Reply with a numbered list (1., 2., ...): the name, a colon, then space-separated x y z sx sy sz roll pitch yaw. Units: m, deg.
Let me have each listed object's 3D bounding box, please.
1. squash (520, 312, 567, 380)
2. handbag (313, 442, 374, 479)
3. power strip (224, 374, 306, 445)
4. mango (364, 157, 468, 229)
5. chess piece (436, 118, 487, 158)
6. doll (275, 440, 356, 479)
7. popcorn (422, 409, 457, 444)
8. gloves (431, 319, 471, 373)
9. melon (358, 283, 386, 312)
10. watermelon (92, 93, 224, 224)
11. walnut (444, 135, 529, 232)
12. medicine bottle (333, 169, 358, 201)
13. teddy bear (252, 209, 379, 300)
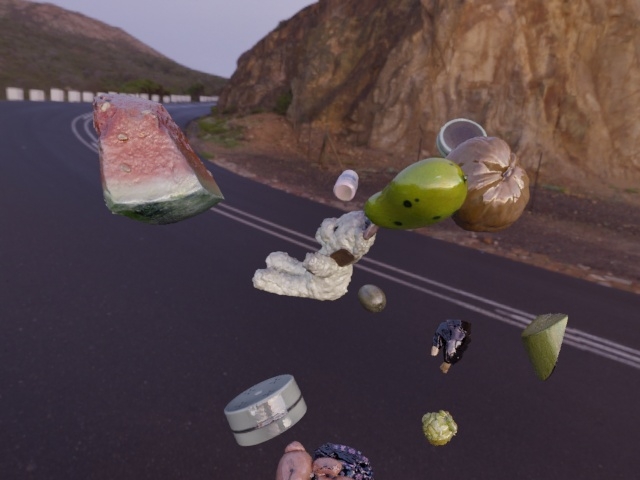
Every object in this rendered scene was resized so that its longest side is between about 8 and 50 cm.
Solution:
1. squash: 0.820 0.382 1.663 0.204 0.155 0.237 -35 -12 -2
2. handbag: 0.083 0.801 1.561 0.229 0.207 0.127 5 15 30
3. power strip: -0.236 0.735 2.014 0.358 0.161 0.357 -24 0 0
4. mango: 0.234 -0.103 1.143 0.175 0.142 0.293 26 -31 -28
5. chess piece: 0.495 -0.291 1.688 0.176 0.175 0.298 7 -26 7
6. doll: -0.010 0.741 1.357 0.304 0.201 0.156 9 -8 27
7. popcorn: 0.493 0.779 1.895 0.162 0.141 0.135 -3 37 41
8. gloves: 0.509 0.414 1.783 0.165 0.203 0.124 13 -21 -13
9. melon: 0.194 0.218 1.738 0.098 0.098 0.131 -3 28 -30
10. watermelon: -0.299 -0.164 0.808 0.140 0.256 0.193 -24 -5 10
11. walnut: 0.495 -0.163 1.431 0.285 0.296 0.285 -34 -2 -1
12. medicine bottle: 0.063 -0.134 1.101 0.052 0.052 0.089 8 31 10
13. teddy bear: 0.000 0.000 1.472 0.376 0.362 0.327 15 27 10
